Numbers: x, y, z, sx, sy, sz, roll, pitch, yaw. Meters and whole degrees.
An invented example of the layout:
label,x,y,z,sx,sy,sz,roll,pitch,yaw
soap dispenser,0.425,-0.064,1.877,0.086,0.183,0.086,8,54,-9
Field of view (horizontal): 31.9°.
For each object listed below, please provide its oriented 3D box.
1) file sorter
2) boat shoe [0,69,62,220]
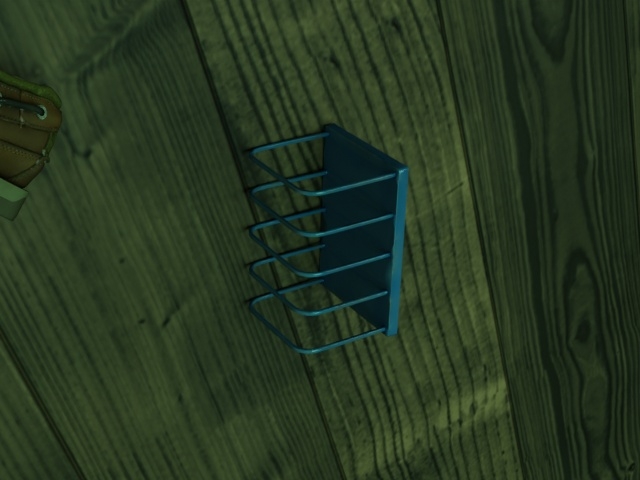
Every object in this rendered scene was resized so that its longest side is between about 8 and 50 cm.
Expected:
label,x,y,z,sx,sy,sz,roll,pitch,yaw
file sorter,0.000,0.000,1.015,0.105,0.118,0.170,-15,122,-30
boat shoe,-0.293,-0.120,0.721,0.104,0.111,0.307,-62,147,-6
